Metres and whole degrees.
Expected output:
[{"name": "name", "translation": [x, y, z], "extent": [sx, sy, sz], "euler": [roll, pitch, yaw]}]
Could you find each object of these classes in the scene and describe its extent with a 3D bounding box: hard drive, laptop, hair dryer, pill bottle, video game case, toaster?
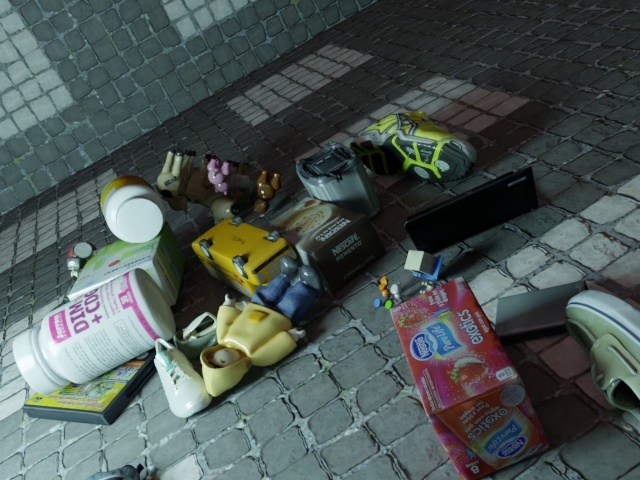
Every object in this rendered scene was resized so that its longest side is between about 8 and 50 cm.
[{"name": "hard drive", "translation": [0.329, 0.107, 1.164], "extent": [0.135, 0.022, 0.094], "euler": [-15, 28, 25]}, {"name": "laptop", "translation": [0.264, -0.080, 1.448], "extent": [0.234, 0.136, 0.264], "euler": [-24, 26, 8]}, {"name": "hair dryer", "translation": [-0.633, 0.108, 1.988], "extent": [0.293, 0.080, 0.223], "euler": [-91, 25, -81]}, {"name": "pill bottle", "translation": [-0.437, -0.071, 1.836], "extent": [0.136, 0.136, 0.246], "euler": [-33, 22, -10]}, {"name": "pill bottle", "translation": [-0.448, 0.185, 1.558], "extent": [0.283, 0.160, 0.160], "euler": [-28, 25, 1]}, {"name": "video game case", "translation": [-0.450, 0.273, 1.623], "extent": [0.275, 0.035, 0.248], "euler": [-5, 33, 38]}, {"name": "toaster", "translation": [0.044, -0.118, 1.726], "extent": [0.129, 0.146, 0.227], "euler": [-32, 25, -7]}]

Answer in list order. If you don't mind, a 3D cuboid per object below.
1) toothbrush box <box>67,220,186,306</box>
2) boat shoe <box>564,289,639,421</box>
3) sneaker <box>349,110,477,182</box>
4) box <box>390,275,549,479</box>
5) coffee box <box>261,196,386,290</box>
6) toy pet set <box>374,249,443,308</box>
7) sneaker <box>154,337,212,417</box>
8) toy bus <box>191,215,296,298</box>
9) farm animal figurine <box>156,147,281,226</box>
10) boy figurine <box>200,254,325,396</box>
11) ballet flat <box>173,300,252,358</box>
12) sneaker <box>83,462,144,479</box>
[{"name": "toothbrush box", "translation": [-0.439, 0.084, 1.824], "extent": [0.206, 0.122, 0.283], "euler": [-22, 21, 4]}, {"name": "boat shoe", "translation": [0.376, 0.155, 0.934], "extent": [0.094, 0.109, 0.302], "euler": [-33, 28, -5]}, {"name": "sneaker", "translation": [0.212, -0.228, 1.744], "extent": [0.147, 0.145, 0.385], "euler": [-50, 32, -12]}, {"name": "box", "translation": [0.191, 0.176, 1.049], "extent": [0.123, 0.128, 0.257], "euler": [-26, 26, 6]}, {"name": "coffee box", "translation": [0.000, 0.000, 1.605], "extent": [0.141, 0.098, 0.247], "euler": [-37, 26, -19]}, {"name": "toy pet set", "translation": [0.169, 0.076, 1.368], "extent": [0.122, 0.065, 0.114], "euler": [6, 76, 54]}, {"name": "sneaker", "translation": [-0.264, 0.243, 1.422], "extent": [0.080, 0.094, 0.212], "euler": [-33, 26, -14]}, {"name": "toy bus", "translation": [-0.159, 0.038, 1.657], "extent": [0.108, 0.130, 0.333], "euler": [-37, 26, -19]}, {"name": "farm animal figurine", "translation": [-0.280, -0.125, 1.972], "extent": [0.327, 0.331, 0.172], "euler": [25, 102, 60]}, {"name": "boy figurine", "translation": [-0.121, 0.154, 1.414], "extent": [0.177, 0.092, 0.285], "euler": [28, 58, 28]}, {"name": "ballet flat", "translation": [-0.188, 0.160, 1.532], "extent": [0.213, 0.068, 0.072], "euler": [-28, 24, -1]}, {"name": "sneaker", "translation": [-0.387, 0.425, 1.254], "extent": [0.224, 0.083, 0.098], "euler": [-21, 5, 5]}]
